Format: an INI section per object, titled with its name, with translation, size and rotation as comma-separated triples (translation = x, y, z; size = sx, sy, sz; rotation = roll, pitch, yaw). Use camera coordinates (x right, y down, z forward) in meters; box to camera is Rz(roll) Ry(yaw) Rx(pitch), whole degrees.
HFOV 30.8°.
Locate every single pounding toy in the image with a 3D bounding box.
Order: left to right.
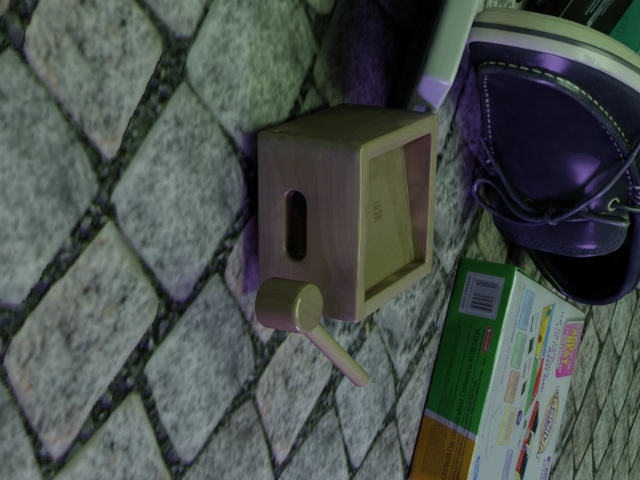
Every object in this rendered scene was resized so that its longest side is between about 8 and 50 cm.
[pounding toy]
translation = -0.003, 0.010, 0.827
size = 0.206, 0.094, 0.181
rotation = -28, 123, -56

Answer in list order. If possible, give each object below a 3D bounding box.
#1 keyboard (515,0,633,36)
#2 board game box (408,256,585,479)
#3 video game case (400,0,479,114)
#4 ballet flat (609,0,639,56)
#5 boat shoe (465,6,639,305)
[keyboard]
translation = 0.287, -0.281, 1.257
size = 0.317, 0.033, 0.201
rotation = -53, 147, -15
[board game box]
translation = 0.212, 0.168, 1.324
size = 0.316, 0.064, 0.242
rotation = 27, 76, -62
[video game case]
translation = 0.109, -0.192, 0.938
size = 0.206, 0.026, 0.226
rotation = 111, -2, -76
[ballet flat]
translation = 0.389, -0.339, 1.433
size = 0.124, 0.116, 0.342
rotation = 113, -3, -78
[boat shoe]
translation = 0.256, -0.066, 1.180
size = 0.156, 0.187, 0.500
rotation = -66, 152, -14
